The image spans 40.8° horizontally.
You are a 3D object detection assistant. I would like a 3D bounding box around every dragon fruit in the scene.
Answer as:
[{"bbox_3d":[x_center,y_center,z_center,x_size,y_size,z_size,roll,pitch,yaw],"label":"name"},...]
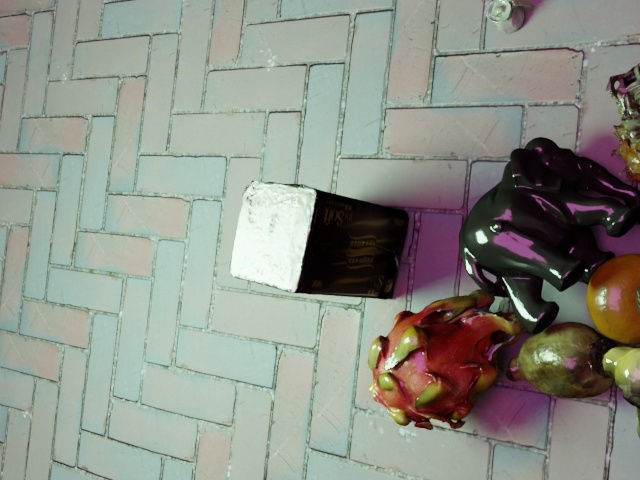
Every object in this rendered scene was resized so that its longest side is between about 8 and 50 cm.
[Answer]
[{"bbox_3d":[0.237,0.223,1.658,0.307,0.243,0.227,-13,48,-3],"label":"dragon fruit"}]

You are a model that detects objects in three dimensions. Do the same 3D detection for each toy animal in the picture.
[{"bbox_3d":[0.551,0.254,1.423,0.121,0.168,0.233,-8,113,33],"label":"toy animal"}]

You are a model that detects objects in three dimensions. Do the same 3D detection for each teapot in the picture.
[{"bbox_3d":[0.373,-0.453,1.705,0.083,0.064,0.064,-24,73,32],"label":"teapot"}]

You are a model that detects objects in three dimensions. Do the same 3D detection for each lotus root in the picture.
[{"bbox_3d":[0.434,0.218,1.557,0.214,0.138,0.138,-11,79,41],"label":"lotus root"}]

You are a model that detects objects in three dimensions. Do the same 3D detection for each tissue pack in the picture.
[{"bbox_3d":[0.000,0.000,1.741,0.198,0.370,0.210,17,95,35],"label":"tissue pack"}]

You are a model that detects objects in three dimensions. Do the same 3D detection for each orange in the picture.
[{"bbox_3d":[0.538,0.101,1.487,0.156,0.124,0.156,0,86,1],"label":"orange"}]

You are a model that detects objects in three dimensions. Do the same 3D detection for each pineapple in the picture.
[{"bbox_3d":[0.568,-0.204,1.411,0.262,0.271,0.262,-4,82,35],"label":"pineapple"}]

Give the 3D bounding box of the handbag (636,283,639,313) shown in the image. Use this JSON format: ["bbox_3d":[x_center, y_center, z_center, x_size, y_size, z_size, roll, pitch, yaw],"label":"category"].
[{"bbox_3d":[0.678,0.072,1.300,0.240,0.247,0.341,38,109,-9],"label":"handbag"}]

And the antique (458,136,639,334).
[{"bbox_3d":[0.402,-0.029,1.555,0.322,0.185,0.255,-41,57,-5],"label":"antique"}]
